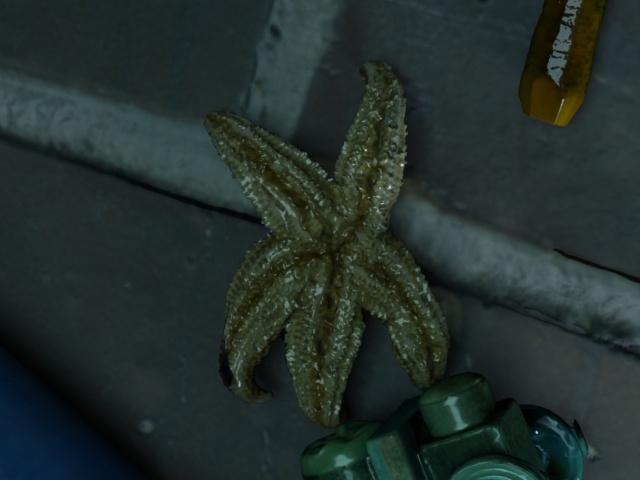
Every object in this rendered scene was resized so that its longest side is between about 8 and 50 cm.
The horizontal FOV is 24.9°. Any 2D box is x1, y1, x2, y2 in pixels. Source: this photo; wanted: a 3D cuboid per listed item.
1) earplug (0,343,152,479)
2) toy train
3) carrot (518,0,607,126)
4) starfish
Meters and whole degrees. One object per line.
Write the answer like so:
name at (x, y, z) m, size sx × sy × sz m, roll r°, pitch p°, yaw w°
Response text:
earplug at (-0.222, 0.143, 0.980) m, size 0.273 × 0.132 × 0.132 m, roll 43°, pitch 106°, yaw 14°
toy train at (0.093, 0.234, 0.878) m, size 0.194 × 0.120 × 0.298 m, roll -20°, pitch 93°, yaw 23°
carrot at (0.159, -0.154, 0.868) m, size 0.042 × 0.042 × 0.171 m, roll 20°, pitch 99°, yaw 16°
starfish at (0.000, -0.001, 0.923) m, size 0.216 × 0.071 × 0.238 m, roll 26°, pitch 96°, yaw 8°
